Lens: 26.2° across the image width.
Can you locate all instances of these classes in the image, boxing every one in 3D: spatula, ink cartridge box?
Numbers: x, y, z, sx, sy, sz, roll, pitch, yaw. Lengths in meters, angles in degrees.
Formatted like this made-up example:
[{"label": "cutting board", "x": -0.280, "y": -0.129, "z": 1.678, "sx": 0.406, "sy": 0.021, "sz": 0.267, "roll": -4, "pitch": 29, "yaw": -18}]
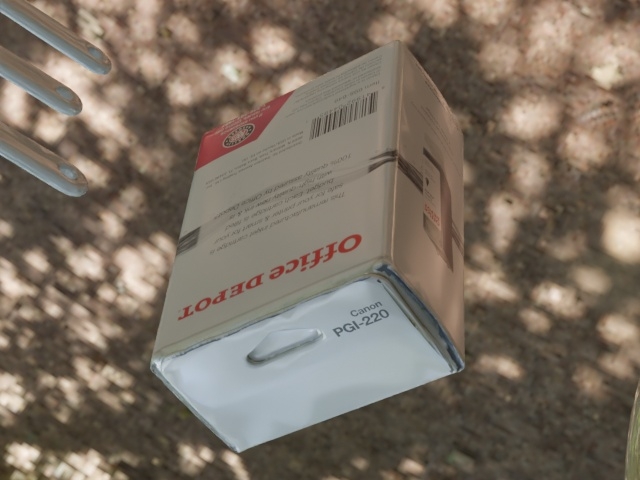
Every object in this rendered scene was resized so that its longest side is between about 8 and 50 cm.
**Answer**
[{"label": "spatula", "x": -0.193, "y": -0.107, "z": 0.562, "sx": 0.242, "sy": 0.168, "sz": 0.019, "roll": 34, "pitch": 113, "yaw": -22}, {"label": "ink cartridge box", "x": 0.000, "y": 0.000, "z": 0.823, "sx": 0.159, "sy": 0.218, "sz": 0.092, "roll": -23, "pitch": 123, "yaw": 24}]

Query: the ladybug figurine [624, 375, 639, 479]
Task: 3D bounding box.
[{"label": "ladybug figurine", "x": 0.326, "y": 0.190, "z": 0.645, "sx": 0.449, "sy": 0.305, "sz": 0.162, "roll": 60, "pitch": 174, "yaw": 4}]
